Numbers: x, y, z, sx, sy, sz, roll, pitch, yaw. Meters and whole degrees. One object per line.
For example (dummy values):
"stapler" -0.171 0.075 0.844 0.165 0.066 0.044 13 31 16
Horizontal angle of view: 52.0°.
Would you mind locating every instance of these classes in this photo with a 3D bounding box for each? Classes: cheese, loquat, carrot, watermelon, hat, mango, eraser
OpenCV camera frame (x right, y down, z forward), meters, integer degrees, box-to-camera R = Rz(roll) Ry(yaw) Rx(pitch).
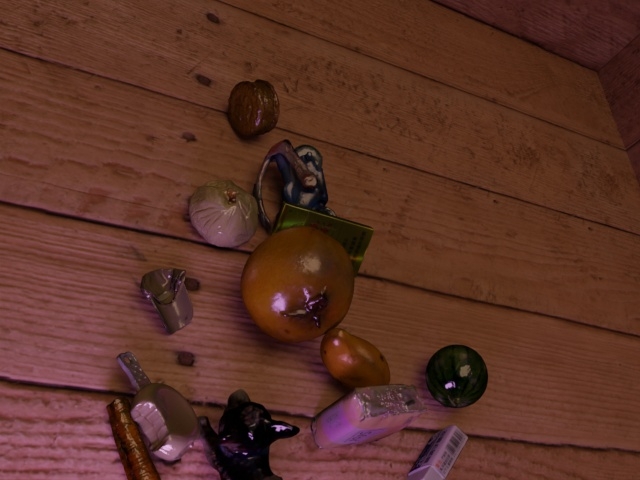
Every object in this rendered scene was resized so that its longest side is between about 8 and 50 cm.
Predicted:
"cheese" -0.402 0.389 1.576 0.286 0.082 0.163 51 17 9
"loquat" -0.067 0.112 1.852 0.328 0.329 0.359 7 21 -27
"carrot" -0.434 0.488 1.530 0.070 0.070 0.260 -12 66 -36
"watermelon" 0.414 0.421 1.990 0.188 0.188 0.215 24 37 -15
"hat" -0.423 0.165 1.759 0.147 0.085 0.175 -19 93 -49
"mango" 0.096 0.336 1.841 0.262 0.157 0.109 54 35 -20
"eraser" 0.322 0.625 1.846 0.068 0.124 0.210 46 49 3

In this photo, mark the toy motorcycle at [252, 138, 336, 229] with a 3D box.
"toy motorcycle" -0.088 -0.152 2.117 0.182 0.241 0.319 31 44 -73

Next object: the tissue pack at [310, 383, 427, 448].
"tissue pack" 0.123 0.462 1.749 0.214 0.257 0.123 2 56 -30

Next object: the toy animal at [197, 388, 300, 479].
"toy animal" -0.161 0.511 1.521 0.194 0.302 0.345 7 58 -30

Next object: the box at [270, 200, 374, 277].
"box" 0.000 0.000 2.051 0.311 0.173 0.043 16 13 -21

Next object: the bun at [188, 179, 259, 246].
"bun" -0.279 -0.095 1.961 0.220 0.134 0.221 14 55 -21

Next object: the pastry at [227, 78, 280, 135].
"pastry" -0.224 -0.445 2.194 0.103 0.189 0.189 -12 67 -43
